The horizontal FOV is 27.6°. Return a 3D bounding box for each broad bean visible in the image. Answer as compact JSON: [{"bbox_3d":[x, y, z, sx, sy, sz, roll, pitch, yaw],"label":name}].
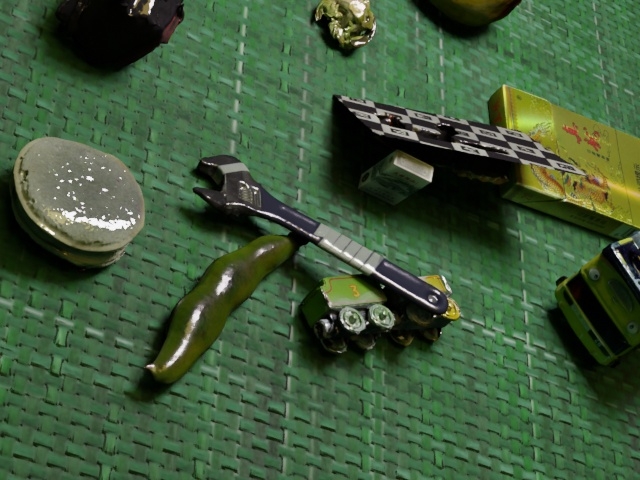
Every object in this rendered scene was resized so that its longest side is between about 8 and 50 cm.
[{"bbox_3d":[-0.099,0.052,1.342,0.060,0.043,0.297,52,43,-9],"label":"broad bean"}]

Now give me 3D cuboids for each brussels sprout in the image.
[{"bbox_3d":[0.038,-0.283,1.674,0.085,0.058,0.085,8,72,-28],"label":"brussels sprout"}]

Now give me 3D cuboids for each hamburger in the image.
[{"bbox_3d":[-0.241,-0.036,1.285,0.140,0.062,0.133,15,48,-26],"label":"hamburger"}]

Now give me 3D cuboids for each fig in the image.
[{"bbox_3d":[0.213,-0.370,1.806,0.166,0.144,0.154,-1,24,-14],"label":"fig"}]

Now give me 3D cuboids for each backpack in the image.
[{"bbox_3d":[-0.202,-0.268,1.444,0.106,0.120,0.165,54,40,-24],"label":"backpack"}]

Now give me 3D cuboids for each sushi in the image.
[{"bbox_3d":[0.161,-0.111,1.593,0.280,0.043,0.192,9,18,-21],"label":"sushi"}]

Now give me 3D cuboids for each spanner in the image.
[{"bbox_3d":[0.000,0.000,1.416,0.316,0.024,0.087,30,32,-1],"label":"spanner"}]

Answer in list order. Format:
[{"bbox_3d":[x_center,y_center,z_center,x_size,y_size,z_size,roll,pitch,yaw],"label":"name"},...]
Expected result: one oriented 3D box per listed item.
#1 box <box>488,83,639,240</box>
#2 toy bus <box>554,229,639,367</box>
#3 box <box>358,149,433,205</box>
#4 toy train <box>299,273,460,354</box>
[{"bbox_3d":[0.373,-0.092,1.794,0.311,0.043,0.173,18,51,-25],"label":"box"},{"bbox_3d":[0.418,0.059,1.647,0.262,0.150,0.128,-16,70,-48],"label":"toy bus"},{"bbox_3d":[0.089,-0.073,1.539,0.054,0.083,0.024,26,60,-20],"label":"box"},{"bbox_3d":[0.069,0.075,1.439,0.202,0.060,0.081,-4,57,-40],"label":"toy train"}]
